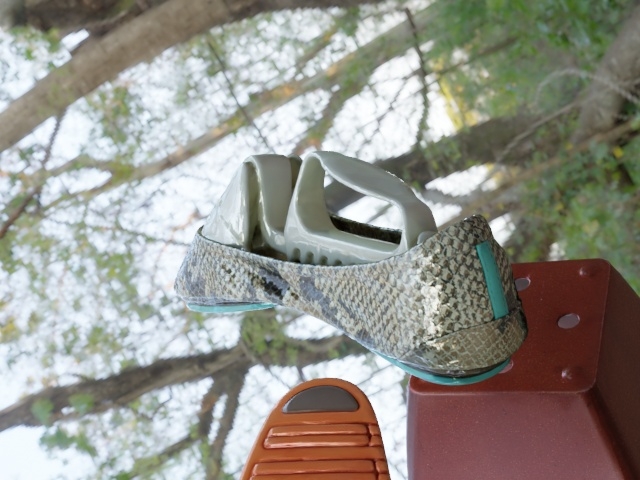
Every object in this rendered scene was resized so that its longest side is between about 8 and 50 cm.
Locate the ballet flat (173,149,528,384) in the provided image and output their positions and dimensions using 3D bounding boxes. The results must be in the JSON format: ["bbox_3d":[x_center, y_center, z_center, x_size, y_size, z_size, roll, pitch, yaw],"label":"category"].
[{"bbox_3d":[0.000,0.000,0.989,0.164,0.482,0.182,-21,-72,-33],"label":"ballet flat"}]

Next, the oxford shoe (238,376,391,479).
[{"bbox_3d":[0.005,0.286,0.753,0.133,0.130,0.364,41,-131,-66],"label":"oxford shoe"}]

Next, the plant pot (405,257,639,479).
[{"bbox_3d":[0.225,0.167,1.068,0.267,0.267,0.236,-66,-37,-44],"label":"plant pot"}]
